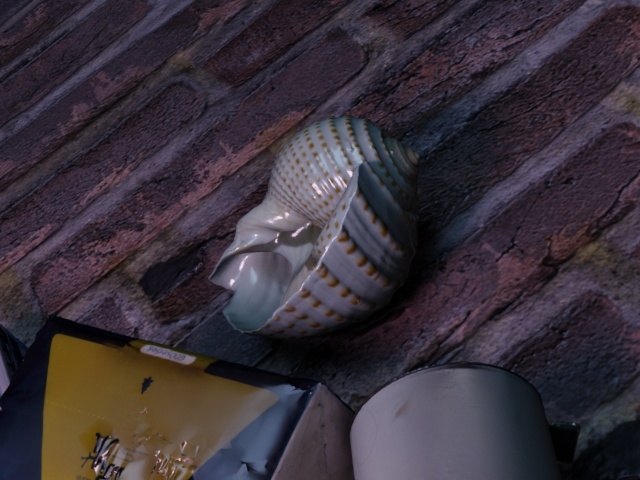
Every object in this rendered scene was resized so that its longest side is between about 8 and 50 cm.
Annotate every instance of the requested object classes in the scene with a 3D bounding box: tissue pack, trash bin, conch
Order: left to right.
[{"bbox_3d":[-0.170,0.272,1.498,0.417,0.253,0.264,12,66,31],"label":"tissue pack"},{"bbox_3d":[0.016,0.004,1.709,0.319,0.215,0.303,-54,25,28],"label":"conch"},{"bbox_3d":[0.149,0.291,1.319,0.277,0.217,0.262,-5,43,-3],"label":"trash bin"}]

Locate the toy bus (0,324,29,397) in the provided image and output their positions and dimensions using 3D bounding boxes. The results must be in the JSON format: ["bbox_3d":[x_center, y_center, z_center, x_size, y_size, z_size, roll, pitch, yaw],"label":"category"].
[{"bbox_3d":[-0.456,0.238,1.858,0.106,0.131,0.297,-36,39,0],"label":"toy bus"}]
